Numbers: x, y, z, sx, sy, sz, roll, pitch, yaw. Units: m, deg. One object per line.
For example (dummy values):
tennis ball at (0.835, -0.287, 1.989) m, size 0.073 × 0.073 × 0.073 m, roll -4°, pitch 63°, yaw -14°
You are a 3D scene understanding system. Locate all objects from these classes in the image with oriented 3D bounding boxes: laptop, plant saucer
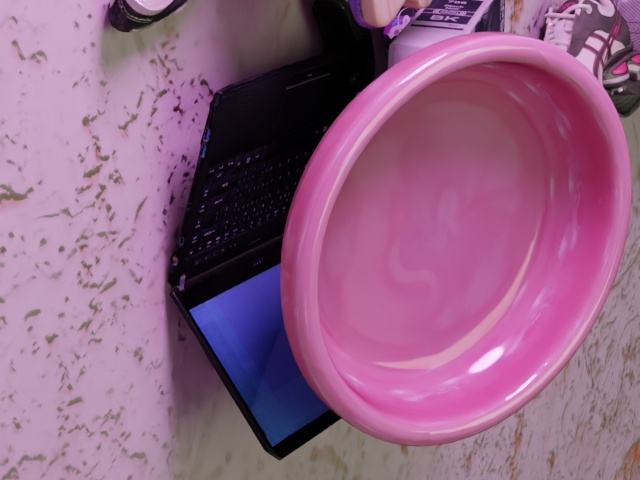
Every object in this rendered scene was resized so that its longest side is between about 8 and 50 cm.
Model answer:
laptop at (0.000, 0.000, 1.447) m, size 0.234 × 0.137 × 0.264 m, roll -27°, pitch 139°, yaw -57°
plant saucer at (0.098, -0.006, 1.416) m, size 0.332 × 0.084 × 0.332 m, roll -15°, pitch 117°, yaw -32°

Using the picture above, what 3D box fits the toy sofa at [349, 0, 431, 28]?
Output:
toy sofa at (0.001, -0.345, 1.331) m, size 0.177 × 0.150 × 0.362 m, roll -47°, pitch 138°, yaw -38°

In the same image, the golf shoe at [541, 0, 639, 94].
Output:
golf shoe at (0.257, -0.190, 1.928) m, size 0.273 × 0.105 × 0.120 m, roll -39°, pitch 116°, yaw -57°

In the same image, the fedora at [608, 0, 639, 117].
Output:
fedora at (0.416, -0.260, 2.140) m, size 0.275 × 0.124 × 0.243 m, roll -8°, pitch 106°, yaw -60°

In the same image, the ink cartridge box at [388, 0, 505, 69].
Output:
ink cartridge box at (0.118, -0.134, 1.604) m, size 0.332 × 0.065 × 0.165 m, roll -58°, pitch 151°, yaw -66°

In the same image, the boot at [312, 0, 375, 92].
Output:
boot at (0.032, -0.201, 1.551) m, size 0.121 × 0.045 × 0.099 m, roll 70°, pitch 35°, yaw -46°

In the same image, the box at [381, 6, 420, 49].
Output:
box at (0.084, -0.246, 1.605) m, size 0.116 × 0.029 × 0.162 m, roll 6°, pitch 94°, yaw -80°

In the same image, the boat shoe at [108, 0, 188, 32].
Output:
boat shoe at (-0.109, -0.185, 1.299) m, size 0.046 × 0.038 × 0.125 m, roll 45°, pitch 41°, yaw -6°
